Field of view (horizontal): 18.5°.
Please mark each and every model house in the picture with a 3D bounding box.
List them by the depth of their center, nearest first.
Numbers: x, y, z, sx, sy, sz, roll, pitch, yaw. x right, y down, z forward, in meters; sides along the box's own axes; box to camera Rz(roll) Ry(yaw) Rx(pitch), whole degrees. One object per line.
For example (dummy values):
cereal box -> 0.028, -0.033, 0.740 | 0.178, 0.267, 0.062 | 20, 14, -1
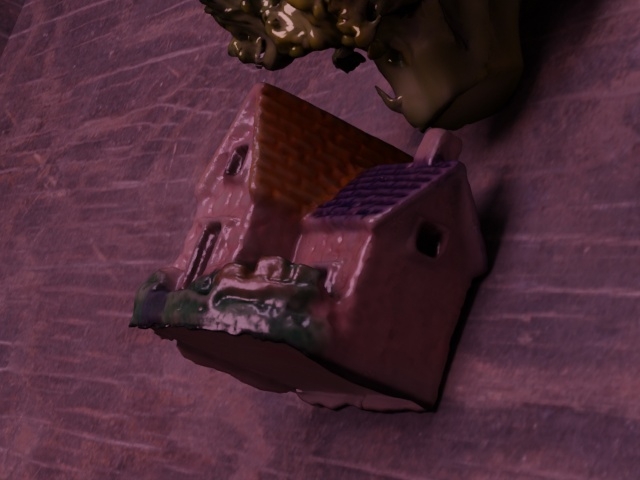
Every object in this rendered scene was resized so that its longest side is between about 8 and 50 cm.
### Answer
model house -> 0.000, 0.000, 1.617 | 0.237, 0.202, 0.237 | -5, 62, 63

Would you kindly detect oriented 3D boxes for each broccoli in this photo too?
broccoli -> 0.074, -0.253, 1.659 | 0.272, 0.334, 0.324 | 40, 127, 32
